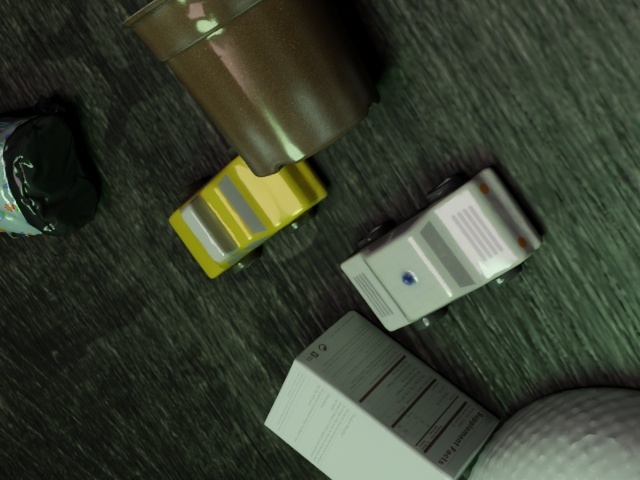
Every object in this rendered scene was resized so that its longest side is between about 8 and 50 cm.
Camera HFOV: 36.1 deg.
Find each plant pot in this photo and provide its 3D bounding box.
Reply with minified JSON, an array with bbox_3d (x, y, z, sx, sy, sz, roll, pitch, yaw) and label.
[{"bbox_3d":[-0.045,-0.151,0.801,0.167,0.167,0.165,-19,111,41],"label":"plant pot"}]

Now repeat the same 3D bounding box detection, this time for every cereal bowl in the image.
[{"bbox_3d":[0.262,0.304,0.838,0.339,0.141,0.338,17,124,27],"label":"cereal bowl"}]

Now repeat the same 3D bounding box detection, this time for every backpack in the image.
[{"bbox_3d":[-0.347,-0.077,1.086,0.182,0.115,0.151,9,122,36],"label":"backpack"}]

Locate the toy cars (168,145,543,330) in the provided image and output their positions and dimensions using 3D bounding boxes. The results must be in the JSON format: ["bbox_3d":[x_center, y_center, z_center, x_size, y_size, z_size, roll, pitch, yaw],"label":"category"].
[{"bbox_3d":[0.000,0.000,0.892,0.394,0.087,0.176,14,122,30],"label":"toy cars"}]

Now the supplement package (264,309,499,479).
[{"bbox_3d":[0.057,0.173,0.935,0.179,0.105,0.105,37,130,15],"label":"supplement package"}]
